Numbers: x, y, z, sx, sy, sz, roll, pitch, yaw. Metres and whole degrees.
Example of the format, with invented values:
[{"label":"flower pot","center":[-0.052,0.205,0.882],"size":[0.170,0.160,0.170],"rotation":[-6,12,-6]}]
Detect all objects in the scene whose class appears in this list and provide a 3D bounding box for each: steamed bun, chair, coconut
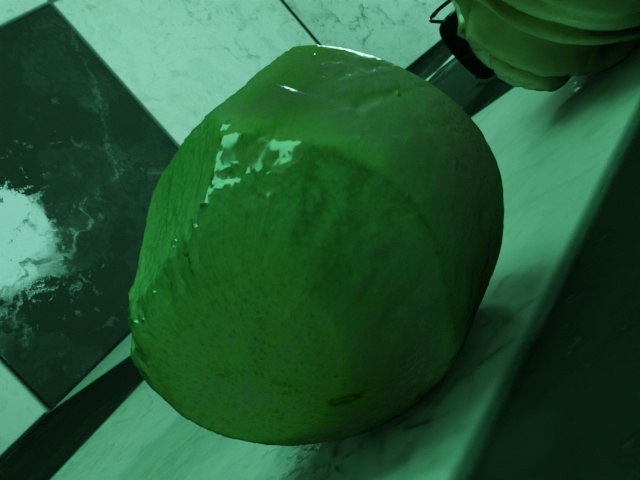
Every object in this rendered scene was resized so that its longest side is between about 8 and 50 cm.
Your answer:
[{"label":"steamed bun","center":[0.233,-0.250,0.771],"size":[0.276,0.203,0.289],"rotation":[-17,3,-15]},{"label":"chair","center":[0.266,-0.332,1.318],"size":[0.145,0.140,0.221],"rotation":[-39,11,17]},{"label":"coconut","center":[0.000,0.000,0.498],"size":[0.204,0.236,0.236],"rotation":[0,25,21]}]
